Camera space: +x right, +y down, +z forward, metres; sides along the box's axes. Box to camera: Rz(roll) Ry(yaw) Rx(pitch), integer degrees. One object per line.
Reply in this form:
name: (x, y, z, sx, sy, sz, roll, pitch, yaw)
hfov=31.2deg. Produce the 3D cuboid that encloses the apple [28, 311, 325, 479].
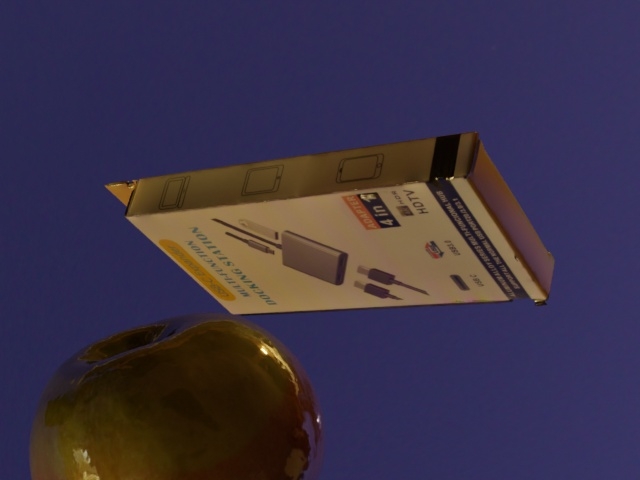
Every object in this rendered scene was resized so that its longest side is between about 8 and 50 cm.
apple: (-0.116, 0.164, 0.935, 0.261, 0.261, 0.194, -22, -83, -22)

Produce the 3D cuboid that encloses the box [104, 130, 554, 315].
box: (0.000, 0.000, 0.672, 0.129, 0.247, 0.033, 47, -133, -45)
